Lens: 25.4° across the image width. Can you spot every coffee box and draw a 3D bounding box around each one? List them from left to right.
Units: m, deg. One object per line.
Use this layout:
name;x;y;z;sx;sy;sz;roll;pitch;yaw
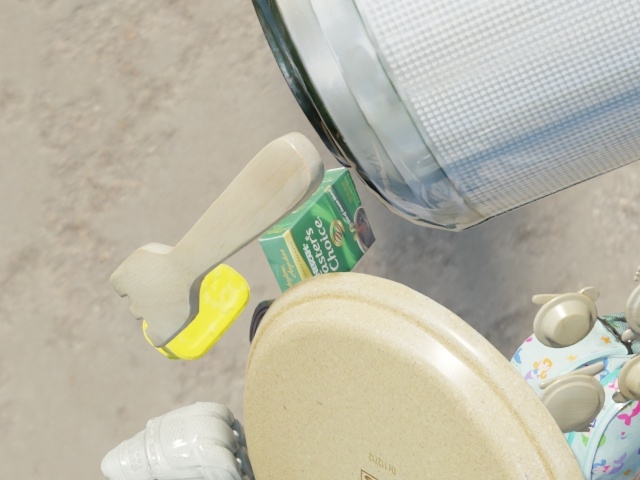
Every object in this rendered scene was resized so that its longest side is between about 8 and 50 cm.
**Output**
coffee box;0.000;0.000;1.752;0.040;0.184;0.113;-8;114;34

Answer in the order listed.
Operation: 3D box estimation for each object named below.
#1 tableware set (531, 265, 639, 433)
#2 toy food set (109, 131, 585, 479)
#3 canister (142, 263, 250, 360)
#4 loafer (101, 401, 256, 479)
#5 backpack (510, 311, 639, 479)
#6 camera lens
tableware set;0.243;0.092;1.186;0.141;0.020;0.168;-10;125;-10
toy food set;0.027;0.064;0.392;0.192;0.038;0.132;58;141;4
canister;-0.148;0.083;1.689;0.073;0.170;0.126;42;81;-8
loafer;-0.077;0.255;1.179;0.111;0.112;0.319;-18;128;8
backpack;0.365;0.219;1.910;0.254;0.191;0.225;0;120;-28
camera lens;0.115;-0.143;0.614;0.274;0.219;0.219;-22;104;16
